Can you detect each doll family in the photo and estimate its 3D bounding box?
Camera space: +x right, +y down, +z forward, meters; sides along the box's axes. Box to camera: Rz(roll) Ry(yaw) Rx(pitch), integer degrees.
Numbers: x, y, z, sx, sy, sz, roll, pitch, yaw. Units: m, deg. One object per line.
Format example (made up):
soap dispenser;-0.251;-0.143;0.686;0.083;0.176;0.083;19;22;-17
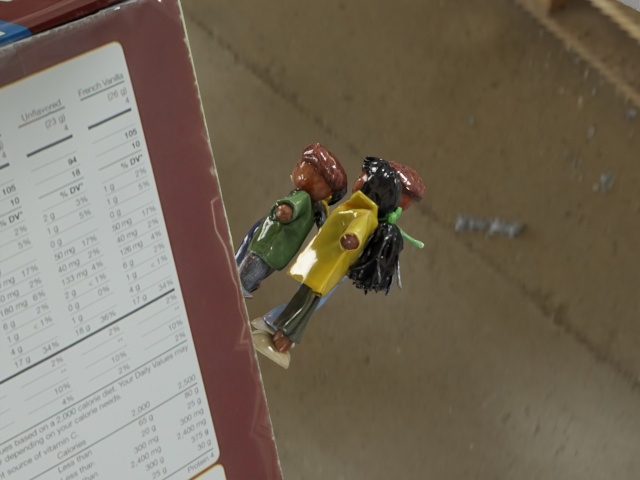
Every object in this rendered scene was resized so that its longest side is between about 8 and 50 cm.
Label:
doll family;0.000;0.000;0.827;0.076;0.193;0.111;35;91;-6

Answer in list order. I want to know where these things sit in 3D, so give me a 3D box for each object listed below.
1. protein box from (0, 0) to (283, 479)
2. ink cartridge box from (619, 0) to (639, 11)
protein box;-0.133;0.028;0.522;0.136;0.201;0.200;-28;29;-35
ink cartridge box;0.307;-0.242;1.199;0.261;0.066;0.296;23;49;-13
